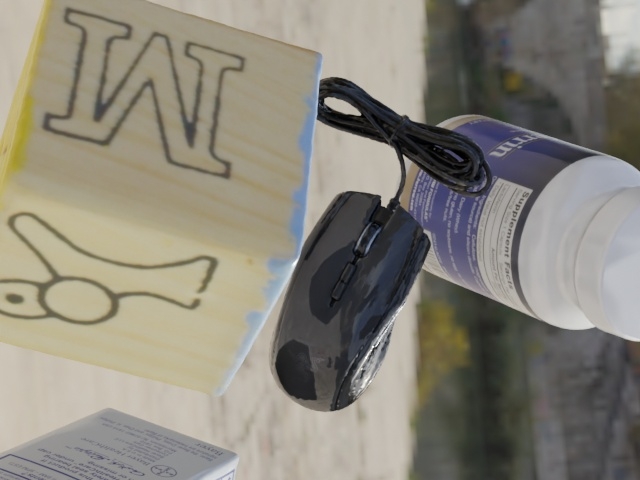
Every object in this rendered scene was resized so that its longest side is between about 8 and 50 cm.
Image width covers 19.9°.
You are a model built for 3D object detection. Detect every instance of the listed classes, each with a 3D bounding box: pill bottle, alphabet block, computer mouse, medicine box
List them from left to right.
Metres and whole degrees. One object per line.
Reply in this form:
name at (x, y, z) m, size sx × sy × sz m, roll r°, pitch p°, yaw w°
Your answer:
medicine box at (-0.216, 0.312, 1.519) m, size 0.289 × 0.149 × 0.264 m, roll -18°, pitch 121°, yaw -59°
alphabet block at (-0.125, -0.034, 1.263) m, size 0.192 × 0.197 × 0.193 m, roll 120°, pitch -19°, yaw -47°
computer mouse at (0.000, 0.000, 1.462) m, size 0.262 × 0.184 × 0.060 m, roll -60°, pitch 168°, yaw 13°
pill bottle at (0.196, -0.010, 1.572) m, size 0.264 × 0.153 × 0.153 m, roll 24°, pitch -50°, yaw 51°
